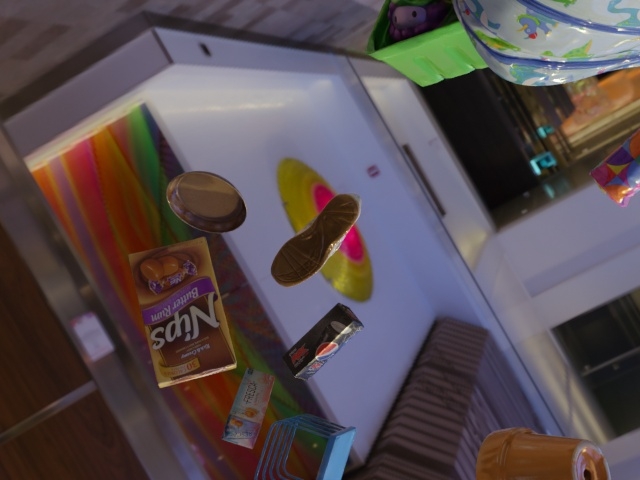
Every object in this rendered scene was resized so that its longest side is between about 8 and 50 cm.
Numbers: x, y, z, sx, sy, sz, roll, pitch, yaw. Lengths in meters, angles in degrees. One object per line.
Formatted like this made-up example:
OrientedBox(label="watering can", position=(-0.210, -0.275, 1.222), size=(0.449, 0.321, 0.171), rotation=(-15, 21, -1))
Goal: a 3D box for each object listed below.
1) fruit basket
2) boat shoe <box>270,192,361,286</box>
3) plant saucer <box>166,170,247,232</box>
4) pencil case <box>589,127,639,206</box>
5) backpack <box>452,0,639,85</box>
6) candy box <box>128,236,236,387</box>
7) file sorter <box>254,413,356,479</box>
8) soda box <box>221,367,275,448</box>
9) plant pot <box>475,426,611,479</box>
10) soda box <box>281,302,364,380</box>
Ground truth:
OrientedBox(label="fruit basket", position=(0.252, -0.541, 1.587), size=(0.392, 0.392, 0.282), rotation=(-28, -145, 54))
OrientedBox(label="boat shoe", position=(0.000, 0.000, 1.753), size=(0.277, 0.098, 0.096), rotation=(-44, 176, 22))
OrientedBox(label="plant saucer", position=(-0.226, -0.082, 1.557), size=(0.168, 0.168, 0.029), rotation=(-29, -148, 40))
OrientedBox(label="pencil case", position=(0.619, -0.169, 1.431), size=(0.236, 0.104, 0.104), rotation=(-43, 176, 22))
OrientedBox(label="backpack", position=(0.318, -0.315, 0.852), size=(0.356, 0.290, 0.273), rotation=(-16, 163, -38))
OrientedBox(label="candy box", position=(-0.189, 0.098, 1.063), size=(0.109, 0.186, 0.053), rotation=(-14, 167, -11))
OrientedBox(label="file sorter", position=(-0.021, 0.342, 1.217), size=(0.170, 0.105, 0.118), rotation=(35, 72, -74))
OrientedBox(label="soda box", position=(-0.134, 0.312, 1.452), size=(0.183, 0.063, 0.058), rotation=(-73, -178, -72))
OrientedBox(label="plant pot", position=(0.434, 0.452, 1.467), size=(0.188, 0.205, 0.205), rotation=(-25, -175, 45))
OrientedBox(label="soda box", position=(0.005, 0.206, 1.567), size=(0.169, 0.060, 0.053), rotation=(-45, 146, 9))
